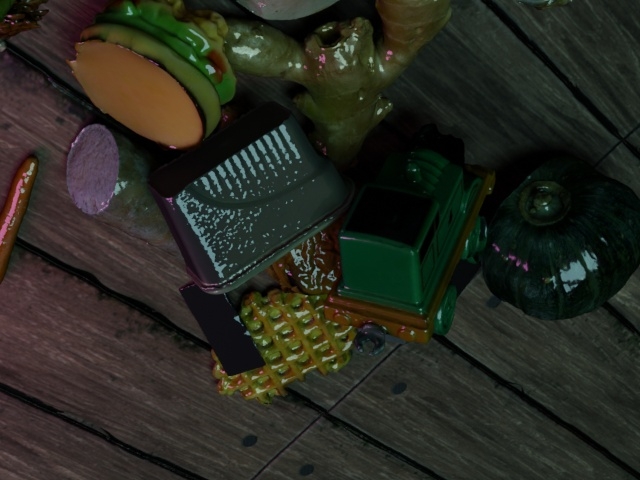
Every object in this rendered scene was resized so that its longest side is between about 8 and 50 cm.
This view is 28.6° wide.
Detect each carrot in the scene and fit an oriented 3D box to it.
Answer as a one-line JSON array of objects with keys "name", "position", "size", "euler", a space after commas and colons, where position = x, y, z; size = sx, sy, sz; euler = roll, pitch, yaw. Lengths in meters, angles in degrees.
[{"name": "carrot", "position": [-0.466, -0.023, 1.871], "size": [0.043, 0.043, 0.248], "euler": [11, 119, -30]}]

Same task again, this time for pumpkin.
[{"name": "pumpkin", "position": [0.435, 0.017, 2.127], "size": [0.293, 0.197, 0.263], "euler": [-41, 144, -23]}]

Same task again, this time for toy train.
[{"name": "toy train", "position": [0.136, -0.018, 1.914], "size": [0.178, 0.429, 0.249], "euler": [12, 141, 19]}]

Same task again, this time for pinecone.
[{"name": "pinecone", "position": [-0.421, -0.325, 1.581], "size": [0.173, 0.173, 0.173], "euler": [-12, 130, -15]}]

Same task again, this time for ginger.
[{"name": "ginger", "position": [0.056, -0.258, 1.849], "size": [0.363, 0.122, 0.348], "euler": [-25, 141, 10]}]

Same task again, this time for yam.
[{"name": "yam", "position": [-0.239, -0.047, 1.899], "size": [0.133, 0.133, 0.330], "euler": [-44, 134, 13]}]

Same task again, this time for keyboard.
[{"name": "keyboard", "position": [-0.163, 0.145, 2.115], "size": [0.074, 0.015, 0.196], "euler": [-18, 118, 18]}]

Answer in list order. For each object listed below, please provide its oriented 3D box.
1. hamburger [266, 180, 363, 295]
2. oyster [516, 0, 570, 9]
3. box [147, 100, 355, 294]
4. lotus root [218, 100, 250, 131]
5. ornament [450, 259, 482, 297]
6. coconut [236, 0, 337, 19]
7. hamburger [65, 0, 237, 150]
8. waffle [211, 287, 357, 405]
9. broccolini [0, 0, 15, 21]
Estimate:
[{"name": "hamburger", "position": [0.000, 0.000, 2.036], "size": [0.183, 0.130, 0.206], "euler": [-15, 128, -15]}, {"name": "oyster", "position": [0.280, -0.475, 1.805], "size": [0.361, 0.096, 0.221], "euler": [18, 112, -34]}, {"name": "box", "position": [-0.100, -0.070, 1.808], "size": [0.274, 0.138, 0.178], "euler": [-36, 123, -13]}, {"name": "lotus root", "position": [-0.115, -0.133, 1.903], "size": [0.108, 0.094, 0.191], "euler": [-43, 139, -33]}, {"name": "ornament", "position": [0.168, 0.070, 2.185], "size": [0.153, 0.166, 0.196], "euler": [-50, 168, -21]}, {"name": "coconut", "position": [-0.046, -0.403, 1.631], "size": [0.241, 0.241, 0.241], "euler": [-12, 130, -15]}, {"name": "hamburger", "position": [-0.214, -0.244, 1.708], "size": [0.149, 0.237, 0.237], "euler": [-61, 138, -26]}, {"name": "waffle", "position": [-0.058, 0.186, 2.206], "size": [0.291, 0.051, 0.291], "euler": [-10, 128, -13]}, {"name": "broccolini", "position": [-0.342, -0.326, 1.517], "size": [0.074, 0.079, 0.392], "euler": [36, 67, -23]}]
